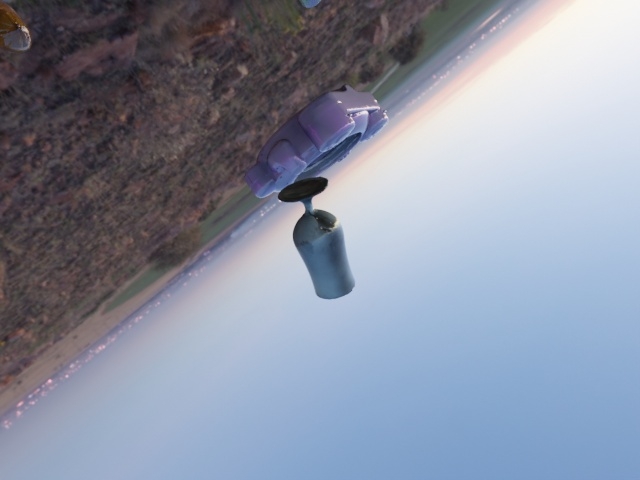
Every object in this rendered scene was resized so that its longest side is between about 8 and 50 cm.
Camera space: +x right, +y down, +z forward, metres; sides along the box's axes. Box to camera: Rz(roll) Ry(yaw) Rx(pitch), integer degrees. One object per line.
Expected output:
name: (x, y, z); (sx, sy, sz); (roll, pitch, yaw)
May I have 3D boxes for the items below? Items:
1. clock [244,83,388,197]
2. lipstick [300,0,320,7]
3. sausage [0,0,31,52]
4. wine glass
clock: (-0.016, -0.229, 1.132); (0.322, 0.113, 0.295); (-36, 177, 32)
lipstick: (-0.077, -0.728, 1.172); (0.076, 0.076, 0.304); (-38, 151, 6)
sausage: (-0.429, -0.289, 0.633); (0.054, 0.062, 0.183); (-45, -130, -9)
wine glass: (0.000, 0.000, 0.920); (0.103, 0.231, 0.103); (-15, -153, 8)
